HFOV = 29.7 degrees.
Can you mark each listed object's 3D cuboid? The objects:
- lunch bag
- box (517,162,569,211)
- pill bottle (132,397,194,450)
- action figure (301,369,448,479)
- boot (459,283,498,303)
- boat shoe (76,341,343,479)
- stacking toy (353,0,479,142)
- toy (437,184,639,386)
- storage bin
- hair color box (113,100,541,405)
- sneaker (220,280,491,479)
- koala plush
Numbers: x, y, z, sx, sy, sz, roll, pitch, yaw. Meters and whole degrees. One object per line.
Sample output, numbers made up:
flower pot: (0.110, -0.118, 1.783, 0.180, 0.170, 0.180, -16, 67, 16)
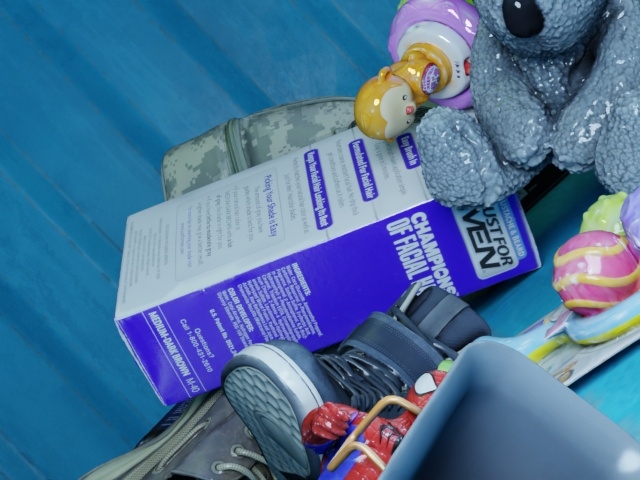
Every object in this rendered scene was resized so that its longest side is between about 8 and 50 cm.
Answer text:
lunch bag: (0.004, -0.016, 1.309, 0.256, 0.212, 0.305, -23, -29, 13)
box: (0.279, -0.148, 1.393, 0.261, 0.103, 0.184, -44, -2, 20)
pill bottle: (-0.118, 0.223, 1.237, 0.123, 0.123, 0.219, -44, 0, 40)
action figure: (0.007, 0.133, 0.532, 0.280, 0.091, 0.139, -46, -5, -43)
boot: (0.059, 0.069, 1.148, 0.305, 0.115, 0.112, -25, 39, 23)
boat shoe: (-0.077, 0.205, 1.047, 0.355, 0.132, 0.130, -40, 26, 3)
stacking toy: (0.117, -0.178, 1.022, 0.302, 0.166, 0.175, -48, -36, -38)
toy: (0.149, 0.016, 0.634, 0.237, 0.056, 0.137, -44, 3, 30)
storage bin: (0.038, 0.108, 0.398, 0.091, 0.098, 0.135, -56, -6, 33)
hair color box: (0.000, 0.000, 1.049, 0.339, 0.110, 0.185, -22, 29, 7)
sneaker: (0.030, 0.076, 0.739, 0.163, 0.086, 0.226, -42, -23, -13)
koala plush: (0.163, -0.163, 0.866, 0.196, 0.221, 0.203, -3, 32, 31)
